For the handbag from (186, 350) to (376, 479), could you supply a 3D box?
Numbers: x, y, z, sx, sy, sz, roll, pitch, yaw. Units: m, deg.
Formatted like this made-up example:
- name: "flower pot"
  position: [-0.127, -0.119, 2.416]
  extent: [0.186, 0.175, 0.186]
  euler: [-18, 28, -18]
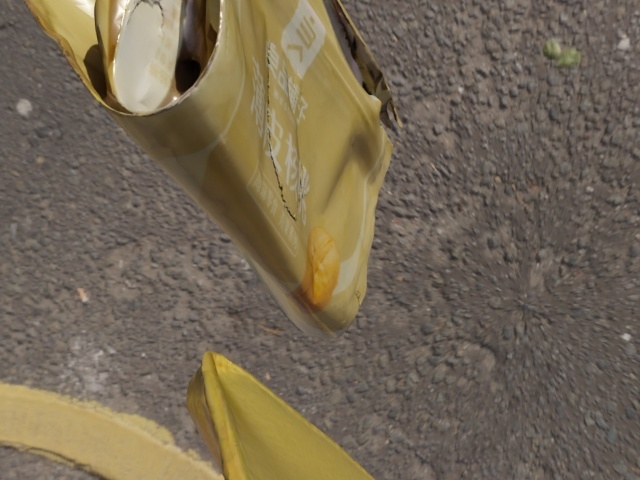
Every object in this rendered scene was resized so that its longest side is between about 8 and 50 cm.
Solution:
- name: "handbag"
  position: [0.055, 0.231, 0.265]
  extent: [0.283, 0.401, 0.133]
  euler: [37, 96, -27]

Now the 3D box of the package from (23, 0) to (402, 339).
- name: "package"
  position: [-0.035, -0.098, 0.488]
  extent: [0.165, 0.311, 0.221]
  euler: [-38, 61, -3]
